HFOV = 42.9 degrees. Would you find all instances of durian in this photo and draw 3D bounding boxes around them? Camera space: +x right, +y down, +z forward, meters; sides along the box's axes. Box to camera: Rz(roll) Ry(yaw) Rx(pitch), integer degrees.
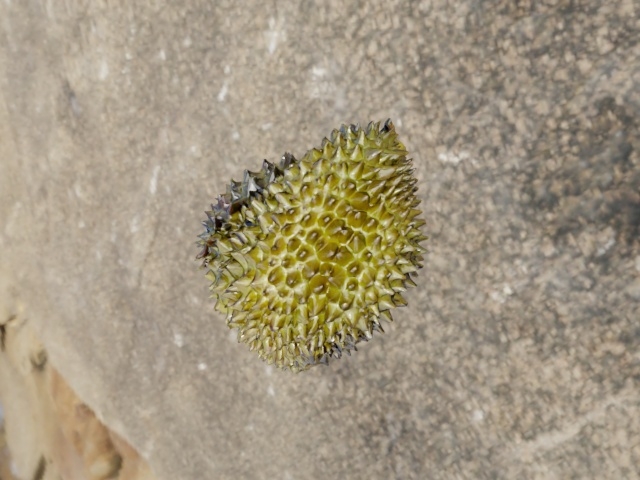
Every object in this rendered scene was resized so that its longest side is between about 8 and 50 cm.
[{"bbox_3d":[-0.004,0.004,0.917,0.293,0.258,0.258,-38,71,21],"label":"durian"}]
